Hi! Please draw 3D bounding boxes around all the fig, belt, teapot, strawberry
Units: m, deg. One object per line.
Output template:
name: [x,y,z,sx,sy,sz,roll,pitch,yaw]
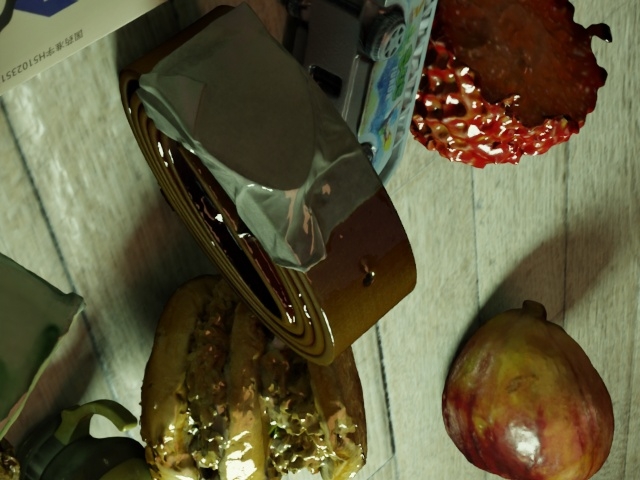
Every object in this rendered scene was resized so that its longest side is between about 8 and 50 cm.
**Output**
fig: [0.272,0.215,2.325,0.224,0.224,0.263,-43,122,-14]
belt: [-0.048,-0.045,1.523,0.122,0.217,0.338,-41,124,-18]
teapot: [-0.226,0.223,1.709,0.130,0.119,0.165,-16,134,-50]
strawberry: [0.163,-0.170,1.782,0.234,0.234,0.178,-19,165,-45]

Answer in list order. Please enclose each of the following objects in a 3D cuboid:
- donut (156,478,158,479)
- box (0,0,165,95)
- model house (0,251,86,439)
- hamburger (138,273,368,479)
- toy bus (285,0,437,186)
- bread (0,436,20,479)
donut: [-0.188,0.306,1.921,0.117,0.065,0.166,-48,153,-5]
box: [-0.172,-0.250,1.297,0.353,0.069,0.214,-33,147,-26]
model house: [-0.348,0.122,1.414,0.267,0.194,0.325,-58,-174,-11]
hamburger: [-0.062,0.139,1.718,0.260,0.211,0.245,-76,163,-67]
toy bus: [0.036,-0.170,1.652,0.136,0.109,0.329,-40,153,-41]
bread: [-0.318,0.206,1.601,0.060,0.082,0.113,-59,154,10]
